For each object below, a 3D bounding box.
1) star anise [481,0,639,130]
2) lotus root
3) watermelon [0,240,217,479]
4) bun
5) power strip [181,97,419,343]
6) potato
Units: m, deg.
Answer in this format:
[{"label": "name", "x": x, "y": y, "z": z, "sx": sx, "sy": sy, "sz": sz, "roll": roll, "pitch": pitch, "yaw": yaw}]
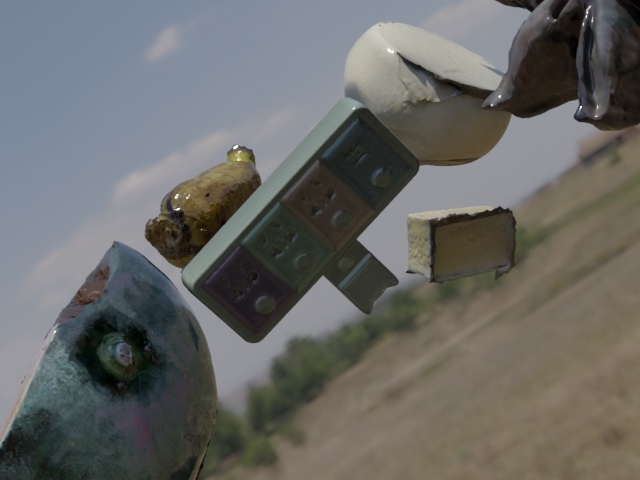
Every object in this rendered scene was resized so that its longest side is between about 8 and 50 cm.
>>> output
[{"label": "star anise", "x": 0.247, "y": -0.182, "z": 1.491, "sx": 0.316, "sy": 0.139, "sz": 0.359, "roll": -3, "pitch": 68, "yaw": 52}, {"label": "lotus root", "x": -0.115, "y": -0.041, "z": 2.158, "sx": 0.191, "sy": 0.094, "sz": 0.108, "roll": -45, "pitch": -7, "yaw": -44}, {"label": "watermelon", "x": -0.166, "y": 0.138, "z": 1.693, "sx": 0.175, "sy": 0.188, "sz": 0.322, "roll": -53, "pitch": 14, "yaw": 54}, {"label": "bun", "x": 0.099, "y": -0.133, "z": 1.892, "sx": 0.120, "sy": 0.173, "sz": 0.173, "roll": -64, "pitch": -15, "yaw": 21}, {"label": "power strip", "x": 0.000, "y": 0.000, "z": 1.645, "sx": 0.216, "sy": 0.145, "sz": 0.061, "roll": -46, "pitch": 23, "yaw": -1}, {"label": "potato", "x": 0.154, "y": 0.002, "z": 2.104, "sx": 0.122, "sy": 0.086, "sz": 0.061, "roll": -9, "pitch": 19, "yaw": -34}]
